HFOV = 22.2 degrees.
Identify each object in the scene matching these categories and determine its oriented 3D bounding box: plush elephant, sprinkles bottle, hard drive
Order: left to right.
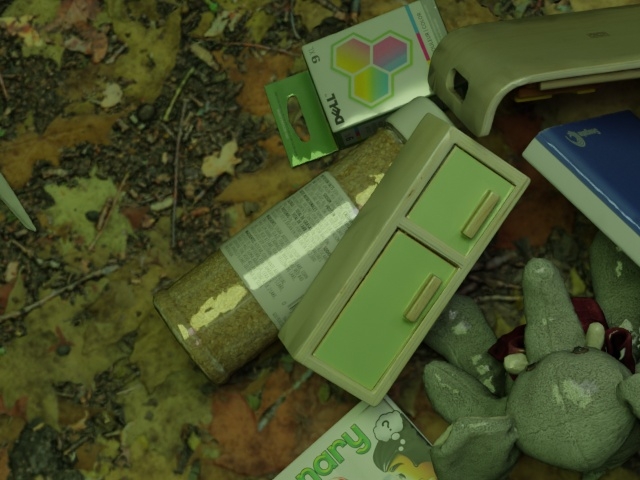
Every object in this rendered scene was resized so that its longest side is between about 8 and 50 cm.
[{"bbox_3d":[0.000,0.000,1.679,0.355,0.121,0.121,-37,71,-3],"label":"sprinkles bottle"},{"bbox_3d":[0.228,0.129,1.528,0.272,0.255,0.330,-14,71,5],"label":"plush elephant"},{"bbox_3d":[0.363,-0.001,1.583,0.318,0.210,0.040,46,121,19],"label":"hard drive"}]

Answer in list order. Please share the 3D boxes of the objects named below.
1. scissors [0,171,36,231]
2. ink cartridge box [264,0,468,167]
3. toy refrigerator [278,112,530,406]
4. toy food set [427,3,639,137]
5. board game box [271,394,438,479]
[{"bbox_3d":[-0.401,-0.128,1.840,0.297,0.021,0.109,34,79,19],"label":"scissors"},{"bbox_3d":[0.045,-0.170,1.755,0.209,0.062,0.109,-21,71,3],"label":"ink cartridge box"},{"bbox_3d":[0.080,0.019,1.589,0.102,0.094,0.269,33,94,-18],"label":"toy refrigerator"},{"bbox_3d":[0.277,-0.160,1.616,0.306,0.219,0.092,-8,111,-6],"label":"toy food set"},{"bbox_3d":[0.011,0.317,1.614,0.305,0.053,0.193,-42,71,-5],"label":"board game box"}]
